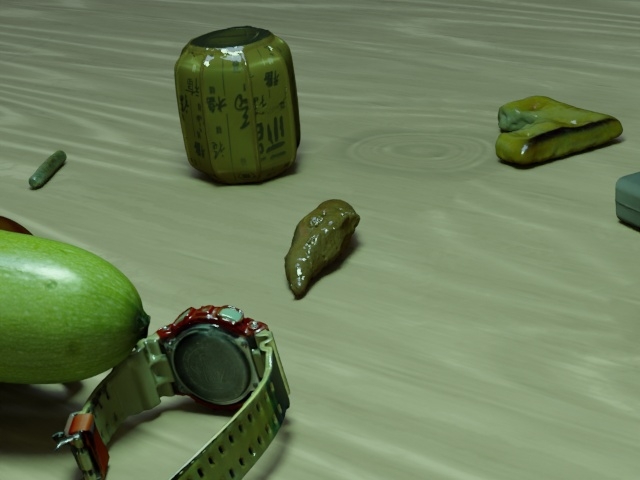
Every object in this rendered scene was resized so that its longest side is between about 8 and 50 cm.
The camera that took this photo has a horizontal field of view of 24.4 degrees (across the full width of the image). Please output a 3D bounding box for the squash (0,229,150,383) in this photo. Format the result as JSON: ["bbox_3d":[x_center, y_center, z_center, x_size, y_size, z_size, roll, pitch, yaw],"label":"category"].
[{"bbox_3d":[-0.265,0.053,1.254,0.247,0.132,0.132,6,23,16],"label":"squash"}]

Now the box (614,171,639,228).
[{"bbox_3d":[0.418,-0.022,1.557,0.103,0.055,0.244,-14,23,-22],"label":"box"}]

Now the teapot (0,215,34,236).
[{"bbox_3d":[-0.318,0.071,1.410,0.252,0.135,0.178,24,69,26],"label":"teapot"}]

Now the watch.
[{"bbox_3d":[-0.126,0.155,1.197,0.165,0.102,0.268,0,29,32],"label":"watch"}]

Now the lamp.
[{"bbox_3d":[-0.105,-0.173,1.897,0.161,0.185,0.161,-7,21,3],"label":"lamp"}]

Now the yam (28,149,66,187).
[{"bbox_3d":[-0.366,-0.096,1.984,0.021,0.021,0.116,-1,22,11],"label":"yam"}]

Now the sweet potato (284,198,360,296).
[{"bbox_3d":[0.000,0.000,1.598,0.068,0.060,0.206,-37,12,36],"label":"sweet potato"}]

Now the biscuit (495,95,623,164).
[{"bbox_3d":[0.280,-0.146,1.940,0.174,0.039,0.183,-17,23,-23],"label":"biscuit"}]
